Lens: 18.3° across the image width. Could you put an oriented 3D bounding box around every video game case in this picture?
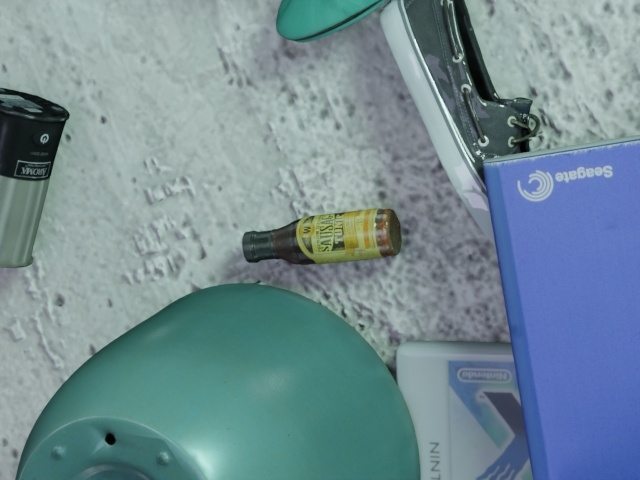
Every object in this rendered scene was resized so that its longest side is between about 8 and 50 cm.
[{"bbox_3d":[0.224,0.231,1.573,0.329,0.036,0.300,0,99,18],"label":"video game case"}]

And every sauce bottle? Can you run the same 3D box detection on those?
[{"bbox_3d":[0.000,0.000,1.604,0.128,0.042,0.042,-8,96,17],"label":"sauce bottle"}]

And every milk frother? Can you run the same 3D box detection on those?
[{"bbox_3d":[-0.297,-0.066,1.671,0.143,0.129,0.135,37,114,55],"label":"milk frother"}]

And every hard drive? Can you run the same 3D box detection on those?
[{"bbox_3d":[0.249,0.081,1.482,0.210,0.040,0.319,-9,97,9],"label":"hard drive"}]

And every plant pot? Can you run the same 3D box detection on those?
[{"bbox_3d":[-0.102,0.197,1.550,0.293,0.235,0.293,5,101,25],"label":"plant pot"}]

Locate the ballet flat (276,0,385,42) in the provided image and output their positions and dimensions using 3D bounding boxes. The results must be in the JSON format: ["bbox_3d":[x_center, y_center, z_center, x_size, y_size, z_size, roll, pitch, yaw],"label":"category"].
[{"bbox_3d":[0.055,-0.241,1.519,0.247,0.083,0.087,-27,135,17],"label":"ballet flat"}]

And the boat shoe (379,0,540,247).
[{"bbox_3d":[0.127,-0.096,1.534,0.076,0.080,0.229,-28,82,21],"label":"boat shoe"}]
